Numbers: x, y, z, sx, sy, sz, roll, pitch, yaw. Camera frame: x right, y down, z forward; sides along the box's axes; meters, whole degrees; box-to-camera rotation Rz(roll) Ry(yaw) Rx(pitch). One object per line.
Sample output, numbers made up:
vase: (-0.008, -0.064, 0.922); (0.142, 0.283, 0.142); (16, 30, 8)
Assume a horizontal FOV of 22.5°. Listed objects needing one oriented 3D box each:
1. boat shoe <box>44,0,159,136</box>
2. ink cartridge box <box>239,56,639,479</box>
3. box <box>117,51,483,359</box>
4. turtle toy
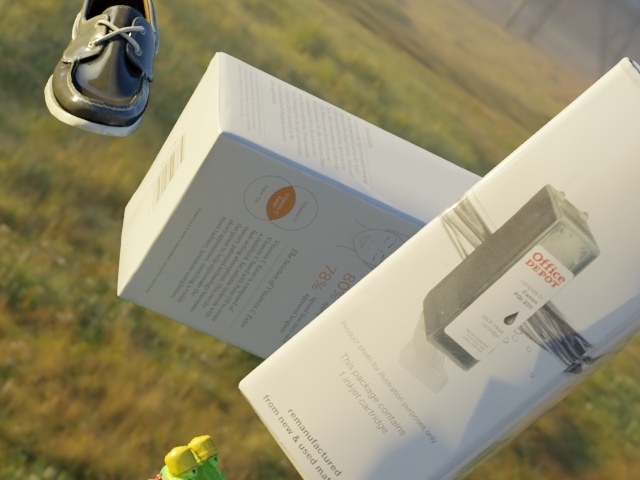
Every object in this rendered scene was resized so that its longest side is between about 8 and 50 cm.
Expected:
boat shoe: (-0.176, -0.155, 1.330); (0.084, 0.079, 0.233); (13, 28, -7)
ink cartridge box: (0.088, 0.029, 0.724); (0.092, 0.218, 0.158); (53, 10, 11)
box: (0.000, 0.000, 1.615); (0.345, 0.215, 0.168); (25, 28, -19)
turtle toy: (-0.114, 0.223, 1.350); (0.095, 0.066, 0.130); (62, 18, 5)
